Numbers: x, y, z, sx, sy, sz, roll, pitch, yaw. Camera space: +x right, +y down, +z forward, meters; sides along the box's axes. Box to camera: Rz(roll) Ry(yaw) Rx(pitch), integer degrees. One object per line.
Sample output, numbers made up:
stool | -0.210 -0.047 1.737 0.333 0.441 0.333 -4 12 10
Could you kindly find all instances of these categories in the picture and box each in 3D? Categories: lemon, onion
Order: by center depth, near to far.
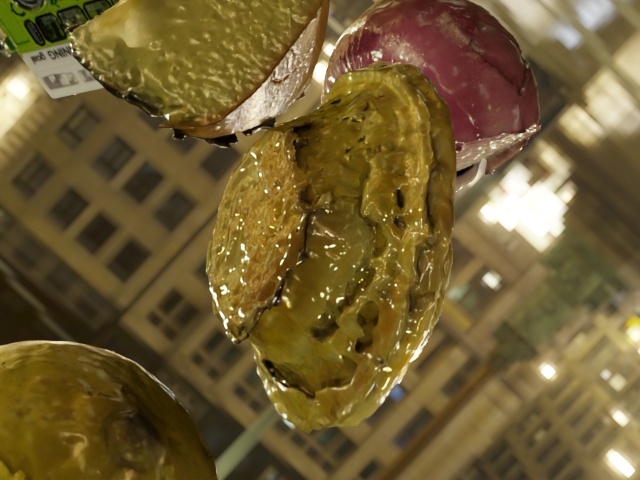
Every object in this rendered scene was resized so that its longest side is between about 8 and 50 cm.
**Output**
lemon | -0.142 0.142 0.849 0.181 0.193 0.180 29 -169 -6
onion | 0.089 -0.132 1.556 0.200 0.200 0.207 44 165 11

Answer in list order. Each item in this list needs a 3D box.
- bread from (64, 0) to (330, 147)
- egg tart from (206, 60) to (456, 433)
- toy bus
bread | -0.082 -0.133 1.209 0.140 0.160 0.169 40 162 13
egg tart | 0.000 0.000 1.059 0.106 0.241 0.241 11 -161 -23
toy bus | -0.173 -0.228 1.592 0.302 0.113 0.139 -7 123 43
